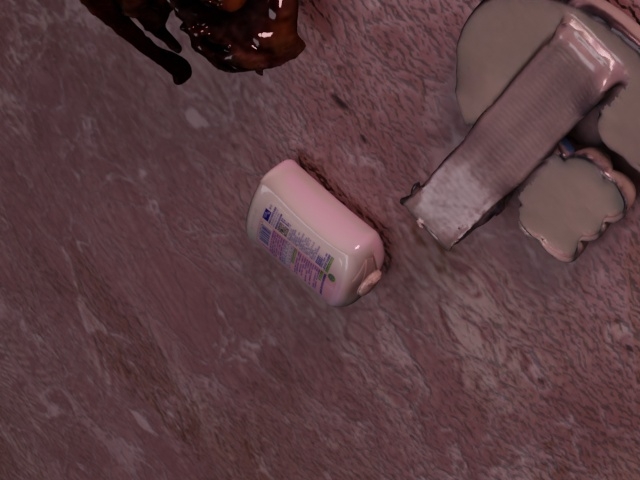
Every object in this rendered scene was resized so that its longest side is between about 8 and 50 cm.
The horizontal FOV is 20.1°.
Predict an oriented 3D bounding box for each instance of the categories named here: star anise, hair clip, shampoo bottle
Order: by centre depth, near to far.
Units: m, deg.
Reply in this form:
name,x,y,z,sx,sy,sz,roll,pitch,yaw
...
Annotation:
name,x,y,z,sx,sy,sz,roll,pitch,yaw
hair clip,0.120,-0.064,0.983,0.140,0.054,0.220,51,145,8
star anise,-0.089,-0.189,1.049,0.190,0.126,0.220,-6,114,49
shampoo bottle,0.000,0.000,1.192,0.099,0.043,0.072,39,146,17
